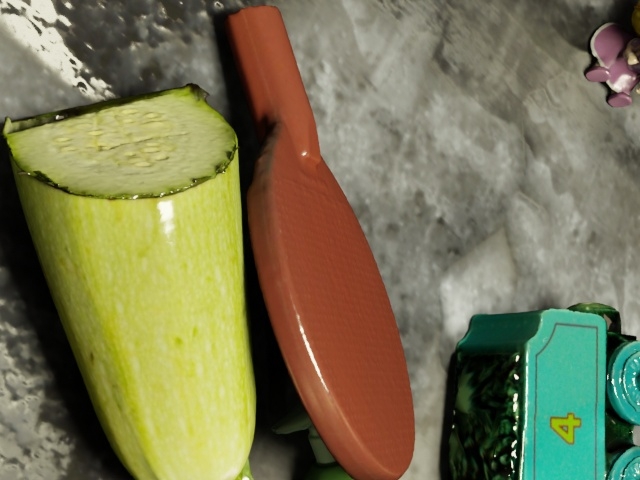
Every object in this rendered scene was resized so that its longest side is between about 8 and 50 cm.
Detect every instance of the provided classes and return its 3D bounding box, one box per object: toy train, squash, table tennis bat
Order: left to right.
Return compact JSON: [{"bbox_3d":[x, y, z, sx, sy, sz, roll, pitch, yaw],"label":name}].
[{"bbox_3d":[-0.089,0.059,0.732,0.137,0.137,0.288,-14,96,-38],"label":"squash"},{"bbox_3d":[0.000,0.000,0.808,0.200,0.038,0.310,20,51,-70],"label":"table tennis bat"},{"bbox_3d":[0.173,0.140,0.942,0.154,0.107,0.198,10,79,-29],"label":"toy train"}]

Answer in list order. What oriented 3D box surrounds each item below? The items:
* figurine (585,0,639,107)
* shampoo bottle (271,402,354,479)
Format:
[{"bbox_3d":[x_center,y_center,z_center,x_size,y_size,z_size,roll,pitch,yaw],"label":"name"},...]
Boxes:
[{"bbox_3d":[0.302,-0.169,1.037,0.094,0.156,0.115,34,68,-30],"label":"figurine"},{"bbox_3d":[0.031,0.195,0.850,0.065,0.065,0.205,-29,103,-36],"label":"shampoo bottle"}]
